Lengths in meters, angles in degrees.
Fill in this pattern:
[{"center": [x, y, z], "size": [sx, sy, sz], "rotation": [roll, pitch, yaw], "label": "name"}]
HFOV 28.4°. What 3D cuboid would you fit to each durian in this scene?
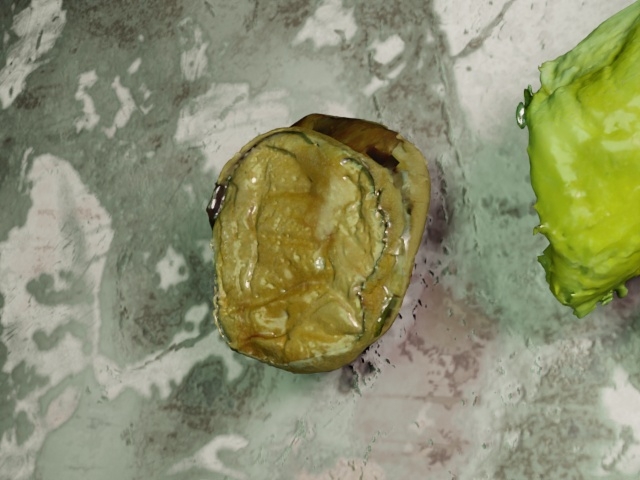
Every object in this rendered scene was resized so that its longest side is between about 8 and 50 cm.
[{"center": [0.308, -0.119, 1.144], "size": [0.340, 0.204, 0.255], "rotation": [-35, 46, 22], "label": "durian"}]

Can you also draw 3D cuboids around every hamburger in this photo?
[{"center": [-0.002, 0.001, 1.384], "size": [0.266, 0.134, 0.284], "rotation": [15, 90, 32], "label": "hamburger"}]
